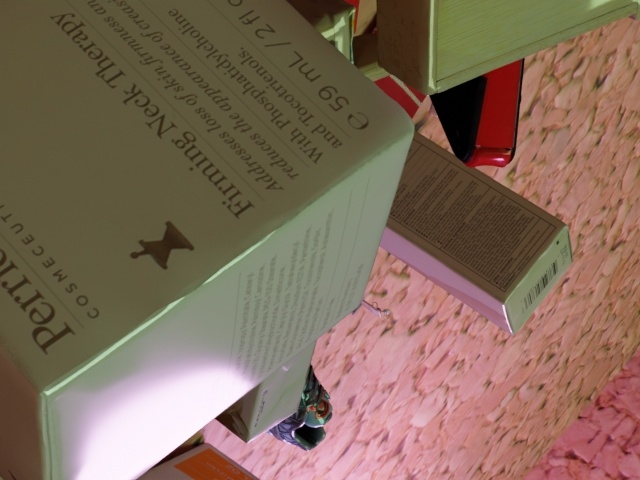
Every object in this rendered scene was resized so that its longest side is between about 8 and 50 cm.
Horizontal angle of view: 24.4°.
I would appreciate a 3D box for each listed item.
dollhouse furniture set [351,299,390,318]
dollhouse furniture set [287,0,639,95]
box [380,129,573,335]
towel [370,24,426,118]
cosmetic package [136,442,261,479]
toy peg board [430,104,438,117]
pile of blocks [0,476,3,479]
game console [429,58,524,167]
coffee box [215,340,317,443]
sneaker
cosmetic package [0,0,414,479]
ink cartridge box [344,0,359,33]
[{"bbox_3d":[0.053,0.086,2.219,0.091,0.081,0.114,-48,153,-14],"label":"dollhouse furniture set"},{"bbox_3d":[0.072,-0.314,1.332,0.256,0.394,0.362,-23,131,-28],"label":"dollhouse furniture set"},{"bbox_3d":[0.178,-0.023,2.036,0.148,0.311,0.121,-49,153,-11],"label":"box"},{"bbox_3d":[0.145,-0.302,1.974,0.275,0.031,0.199,-57,152,0],"label":"towel"},{"bbox_3d":[-0.190,0.434,1.970,0.161,0.230,0.453,-62,165,14],"label":"cosmetic package"},{"bbox_3d":[0.255,-0.255,2.158,0.160,0.079,0.161,-28,144,-43],"label":"toy peg board"},{"bbox_3d":[-0.379,0.279,1.703,0.149,0.112,0.362,-46,163,-45],"label":"pile of blocks"},{"bbox_3d":[0.149,-0.305,1.625,0.060,0.386,0.342,-9,139,-11],"label":"game console"},{"bbox_3d":[-0.133,0.101,1.732,0.098,0.246,0.141,-29,145,-44],"label":"coffee box"},{"bbox_3d":[-0.025,0.213,2.187,0.104,0.125,0.262,-40,151,-29],"label":"sneaker"},{"bbox_3d":[-0.183,-0.019,1.314,0.394,0.329,0.327,-37,162,-25],"label":"cosmetic package"},{"bbox_3d":[-0.013,-0.282,1.688,0.261,0.066,0.296,-36,149,-32],"label":"ink cartridge box"}]
